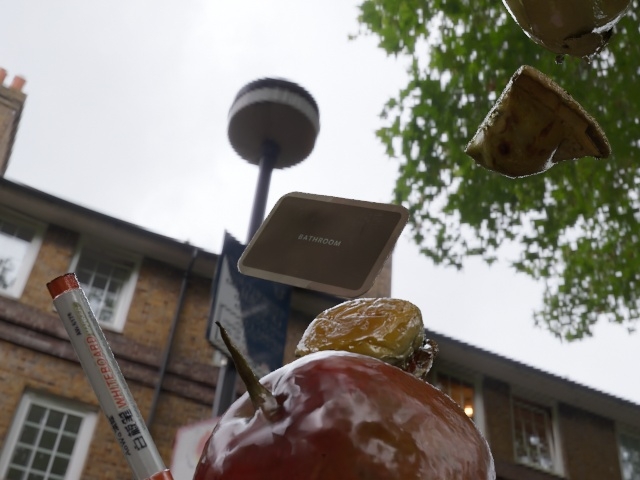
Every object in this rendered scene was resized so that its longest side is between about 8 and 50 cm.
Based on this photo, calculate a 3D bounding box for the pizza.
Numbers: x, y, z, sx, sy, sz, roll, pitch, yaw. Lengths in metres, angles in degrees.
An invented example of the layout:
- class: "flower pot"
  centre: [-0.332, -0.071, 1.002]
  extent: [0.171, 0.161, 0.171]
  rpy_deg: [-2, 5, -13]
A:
- class: "pizza"
  centre: [0.339, -0.149, 1.453]
  extent: [0.204, 0.080, 0.188]
  rpy_deg: [30, -50, -10]

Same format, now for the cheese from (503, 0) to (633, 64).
- class: "cheese"
  centre: [0.256, -0.345, 1.000]
  extent: [0.128, 0.259, 0.316]
  rpy_deg: [0, -63, 50]

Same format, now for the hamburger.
- class: "hamburger"
  centre: [0.083, 0.197, 1.679]
  extent: [0.244, 0.244, 0.163]
  rpy_deg: [-17, -69, 22]

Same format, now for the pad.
- class: "pad"
  centre: [0.000, 0.000, 1.446]
  extent: [0.266, 0.176, 0.002]
  rpy_deg: [10, -32, 38]

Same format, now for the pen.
- class: "pen"
  centre: [-0.151, 0.131, 0.714]
  extent: [0.028, 0.239, 0.028]
  rpy_deg: [-27, -15, -8]

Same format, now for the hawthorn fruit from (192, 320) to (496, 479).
- class: "hawthorn fruit"
  centre: [0.003, 0.102, 0.377]
  extent: [0.140, 0.125, 0.125]
  rpy_deg: [40, -46, 11]
